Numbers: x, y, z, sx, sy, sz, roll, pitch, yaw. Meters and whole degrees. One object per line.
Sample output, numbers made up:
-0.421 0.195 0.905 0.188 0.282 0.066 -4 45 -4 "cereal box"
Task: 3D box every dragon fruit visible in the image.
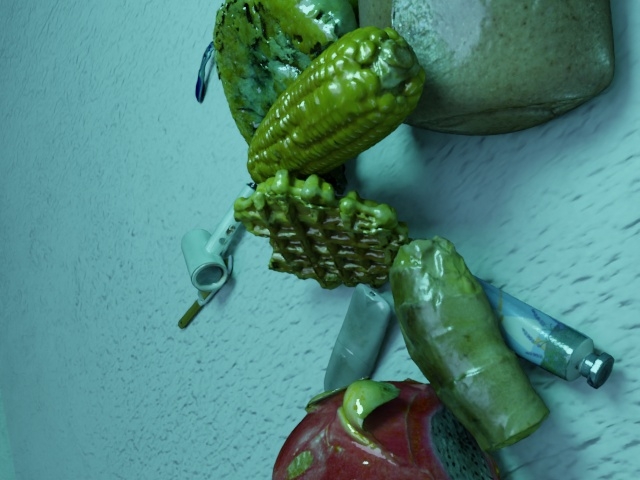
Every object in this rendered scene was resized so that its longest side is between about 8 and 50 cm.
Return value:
0.102 0.288 0.654 0.189 0.291 0.290 -48 59 34 "dragon fruit"

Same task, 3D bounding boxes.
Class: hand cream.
0.231 0.102 0.682 0.256 0.055 0.088 30 119 48 "hand cream"

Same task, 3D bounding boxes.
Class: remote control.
0.046 0.172 0.847 0.073 0.044 0.229 40 128 35 "remote control"

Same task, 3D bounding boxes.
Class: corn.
-0.003 -0.140 0.674 0.363 0.121 0.120 -26 71 60 "corn"

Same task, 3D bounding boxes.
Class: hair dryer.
-0.194 -0.027 1.079 0.236 0.073 0.131 -55 40 21 "hair dryer"

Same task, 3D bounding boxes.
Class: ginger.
0.163 0.120 0.650 0.117 0.109 0.262 -31 72 7 "ginger"

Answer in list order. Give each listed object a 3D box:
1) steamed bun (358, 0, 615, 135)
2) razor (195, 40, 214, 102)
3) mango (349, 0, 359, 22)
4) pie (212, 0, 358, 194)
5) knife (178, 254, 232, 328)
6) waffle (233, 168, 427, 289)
0.162 -0.252 0.635 0.301 0.199 0.251 5 94 44 "steamed bun"
-0.241 -0.364 1.154 0.044 0.028 0.154 44 119 35 "razor"
0.017 -0.408 0.817 0.293 0.143 0.175 -19 97 42 "mango"
-0.056 -0.241 0.836 0.297 0.078 0.371 34 142 32 "pie"
-0.252 0.112 1.175 0.256 0.022 0.046 -46 54 35 "knife"
0.001 -0.002 0.773 0.291 0.291 0.051 -12 51 44 "waffle"
